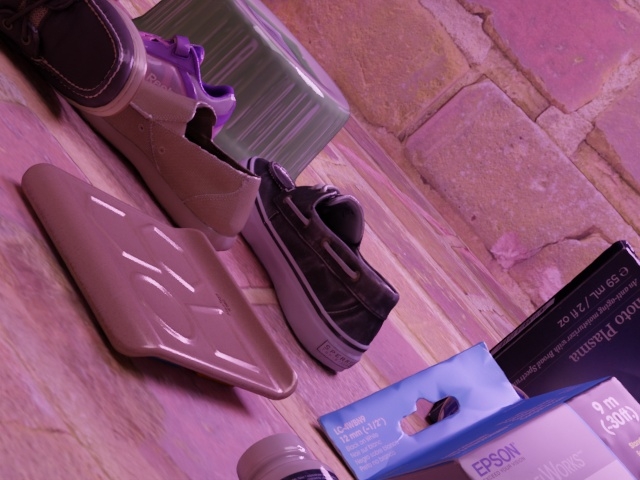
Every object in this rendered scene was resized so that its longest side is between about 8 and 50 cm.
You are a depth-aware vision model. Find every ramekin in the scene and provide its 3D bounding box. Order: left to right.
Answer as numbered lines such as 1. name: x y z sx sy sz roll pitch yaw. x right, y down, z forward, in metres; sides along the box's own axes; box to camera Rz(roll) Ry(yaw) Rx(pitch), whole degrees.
1. ramekin: -0.100 -0.212 1.706 0.303 0.148 0.303 46 11 -11

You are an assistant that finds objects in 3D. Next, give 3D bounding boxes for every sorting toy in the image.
1. sorting toy: -0.125 0.039 1.018 0.208 0.038 0.193 24 25 -55

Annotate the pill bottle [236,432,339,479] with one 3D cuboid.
1. pill bottle: -0.009 0.184 0.846 0.067 0.067 0.120 36 16 -48

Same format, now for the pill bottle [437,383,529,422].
1. pill bottle: 0.175 0.218 1.338 0.112 0.112 0.187 46 11 -6

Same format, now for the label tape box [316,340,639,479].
1. label tape box: 0.200 0.223 1.131 0.249 0.115 0.348 -17 61 -46

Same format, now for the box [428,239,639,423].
1. box: 0.335 0.204 1.519 0.294 0.296 0.183 48 10 5

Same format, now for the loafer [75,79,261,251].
1. loafer: -0.152 -0.111 1.283 0.268 0.092 0.102 49 11 9

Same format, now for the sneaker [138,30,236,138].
1. sneaker: -0.182 -0.189 1.420 0.236 0.104 0.095 42 13 -22

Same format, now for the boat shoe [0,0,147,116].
1. boat shoe: -0.262 -0.217 1.229 0.092 0.103 0.285 25 21 -52

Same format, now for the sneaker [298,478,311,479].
1. sneaker: -0.010 0.193 0.646 0.227 0.130 0.087 38 16 -51

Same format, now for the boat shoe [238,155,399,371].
1. boat shoe: 0.000 0.000 1.410 0.121 0.119 0.335 38 14 -41
